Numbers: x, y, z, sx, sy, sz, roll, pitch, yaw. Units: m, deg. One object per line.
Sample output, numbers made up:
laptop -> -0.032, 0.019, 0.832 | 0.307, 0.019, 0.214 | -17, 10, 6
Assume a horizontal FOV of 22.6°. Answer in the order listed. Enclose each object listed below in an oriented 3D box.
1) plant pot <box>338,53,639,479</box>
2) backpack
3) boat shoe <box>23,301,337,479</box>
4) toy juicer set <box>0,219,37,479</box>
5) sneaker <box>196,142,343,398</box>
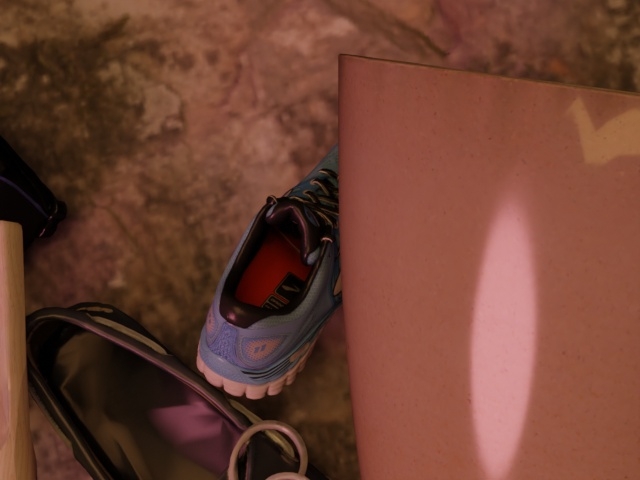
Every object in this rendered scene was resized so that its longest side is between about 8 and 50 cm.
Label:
plant pot -> 0.117, 0.073, 0.677 | 0.256, 0.256, 0.274 | 9, 97, 12
backpack -> -0.205, -0.034, 0.814 | 0.084, 0.105, 0.114 | -44, 70, -1
boat shoe -> -0.047, 0.120, 0.766 | 0.095, 0.079, 0.254 | -45, 75, 1
toy juicer set -> -0.250, 0.153, 0.748 | 0.329, 0.089, 0.209 | -33, 65, 16
sneaker -> 0.000, 0.000, 0.767 | 0.063, 0.073, 0.162 | 25, 58, 13
